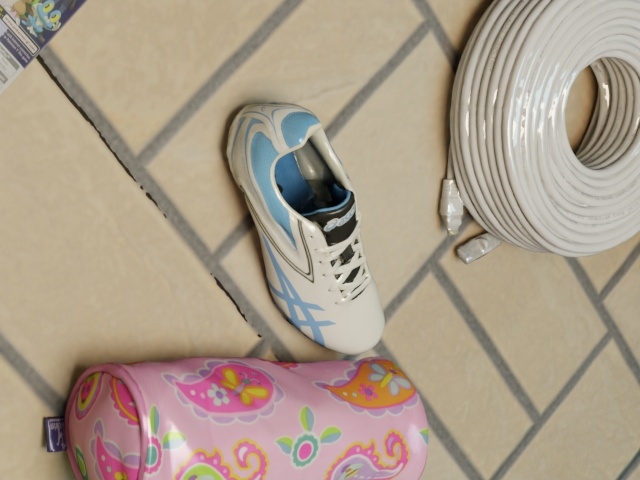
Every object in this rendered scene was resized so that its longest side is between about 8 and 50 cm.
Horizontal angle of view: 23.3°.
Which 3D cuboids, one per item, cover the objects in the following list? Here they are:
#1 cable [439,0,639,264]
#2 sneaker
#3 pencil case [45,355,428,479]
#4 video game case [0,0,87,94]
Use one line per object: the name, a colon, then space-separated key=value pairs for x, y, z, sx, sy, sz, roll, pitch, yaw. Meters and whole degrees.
cable: x=0.220 y=-0.114 z=1.336 sx=0.257 sy=0.089 sz=0.257 roll=-15 pitch=111 yaw=-35
sneaker: x=0.000 y=0.000 z=1.196 sx=0.085 sy=0.086 sz=0.237 roll=-41 pitch=125 yaw=-25
pencil case: x=-0.055 y=0.147 z=1.169 sx=0.284 sy=0.124 sz=0.124 roll=2 pitch=101 yaw=-39
video game case: x=-0.247 y=-0.187 z=0.987 sx=0.183 sy=0.023 sz=0.201 roll=-51 pitch=126 yaw=-16
